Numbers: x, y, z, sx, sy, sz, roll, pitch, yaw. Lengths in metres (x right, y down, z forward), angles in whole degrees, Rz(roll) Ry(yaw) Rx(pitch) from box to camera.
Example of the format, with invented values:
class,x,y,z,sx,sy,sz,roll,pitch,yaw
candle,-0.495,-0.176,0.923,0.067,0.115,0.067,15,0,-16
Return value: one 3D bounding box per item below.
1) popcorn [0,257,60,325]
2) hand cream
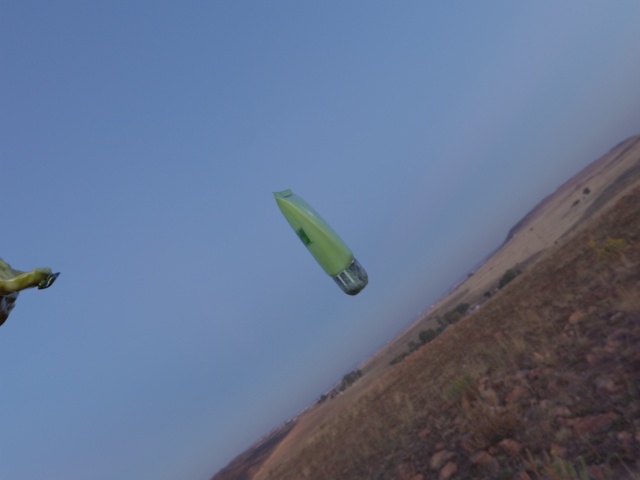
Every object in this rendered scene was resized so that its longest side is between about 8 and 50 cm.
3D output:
class,x,y,z,sx,sy,sz,roll,pitch,yaw
popcorn,-0.721,0.110,0.794,0.293,0.237,0.293,-35,24,18
hand cream,0.000,0.000,0.580,0.046,0.175,0.095,-41,1,15
